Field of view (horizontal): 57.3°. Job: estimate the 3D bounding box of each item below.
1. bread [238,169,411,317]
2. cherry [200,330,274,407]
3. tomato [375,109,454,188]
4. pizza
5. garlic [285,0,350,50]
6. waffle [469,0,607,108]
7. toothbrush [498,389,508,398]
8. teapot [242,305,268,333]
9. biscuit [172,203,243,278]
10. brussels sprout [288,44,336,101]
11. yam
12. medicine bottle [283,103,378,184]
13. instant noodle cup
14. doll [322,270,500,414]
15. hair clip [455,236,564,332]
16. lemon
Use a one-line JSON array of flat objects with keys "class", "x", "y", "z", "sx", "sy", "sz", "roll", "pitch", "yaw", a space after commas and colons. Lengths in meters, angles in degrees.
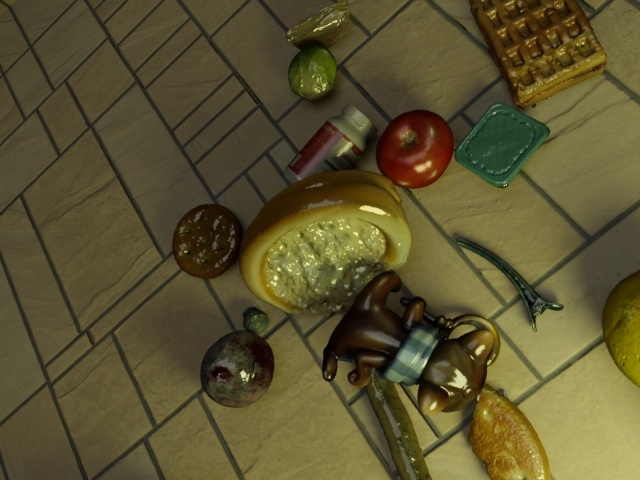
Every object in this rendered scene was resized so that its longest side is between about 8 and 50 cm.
[{"class": "bread", "x": 0.014, "y": 0.007, "z": 1.412, "sx": 0.424, "sy": 0.245, "sz": 0.329, "roll": -29, "pitch": 107, "yaw": 23}, {"class": "cherry", "x": -0.208, "y": 0.318, "z": 1.434, "sx": 0.195, "sy": 0.195, "sz": 0.195, "roll": -7, "pitch": 72, "yaw": 23}, {"class": "tomato", "x": 0.229, "y": -0.217, "z": 1.417, "sx": 0.195, "sy": 0.136, "sz": 0.195, "roll": -9, "pitch": 68, "yaw": 24}, {"class": "pizza", "x": 0.384, "y": 0.426, "z": 1.194, "sx": 0.134, "sy": 0.056, "sz": 0.271, "roll": -47, "pitch": 55, "yaw": 23}, {"class": "garlic", "x": 0.005, "y": -0.593, "z": 1.651, "sx": 0.196, "sy": 0.101, "sz": 0.087, "roll": -24, "pitch": 71, "yaw": 13}, {"class": "waffle", "x": 0.511, "y": -0.497, "z": 1.399, "sx": 0.224, "sy": 0.098, "sz": 0.327, "roll": -24, "pitch": 66, "yaw": 18}, {"class": "toothbrush", "x": 0.410, "y": 0.410, "z": 1.222, "sx": 0.019, "sy": 0.013, "sz": 0.193, "roll": -24, "pitch": 66, "yaw": 24}, {"class": "teapot", "x": -0.178, "y": 0.212, "z": 1.527, "sx": 0.057, "sy": 0.066, "sz": 0.088, "roll": 51, "pitch": 122, "yaw": 47}, {"class": "biscuit", "x": -0.315, "y": 0.002, "z": 1.643, "sx": 0.221, "sy": 0.066, "sz": 0.220, "roll": -5, "pitch": 76, "yaw": 21}, {"class": "brussels sprout", "x": -0.017, "y": -0.462, "z": 1.616, "sx": 0.155, "sy": 0.117, "sz": 0.155, "roll": 3, "pitch": 96, "yaw": 35}, {"class": "yam", "x": 0.165, "y": 0.405, "z": 1.305, "sx": 0.071, "sy": 0.067, "sz": 0.317, "roll": -10, "pitch": 65, "yaw": -23}, {"class": "medicine bottle", "x": 0.027, "y": -0.224, "z": 1.516, "sx": 0.250, "sy": 0.131, "sz": 0.131, "roll": -48, "pitch": 62, "yaw": 5}, {"class": "instant noodle cup", "x": 0.423, "y": -0.217, "z": 1.370, "sx": 0.157, "sy": 0.070, "sz": 0.179, "roll": 41, "pitch": 94, "yaw": 29}, {"class": "doll", "x": 0.195, "y": 0.233, "z": 1.253, "sx": 0.340, "sy": 0.209, "sz": 0.318, "roll": 25, "pitch": 65, "yaw": 30}, {"class": "hair clip", "x": 0.411, "y": 0.078, "z": 1.309, "sx": 0.083, "sy": 0.048, "sz": 0.275, "roll": -44, "pitch": 57, "yaw": 8}, {"class": "lemon", "x": 0.639, "y": 0.147, "z": 1.076, "sx": 0.240, "sy": 0.240, "sz": 0.219, "roll": -28, "pitch": 50, "yaw": 15}]
